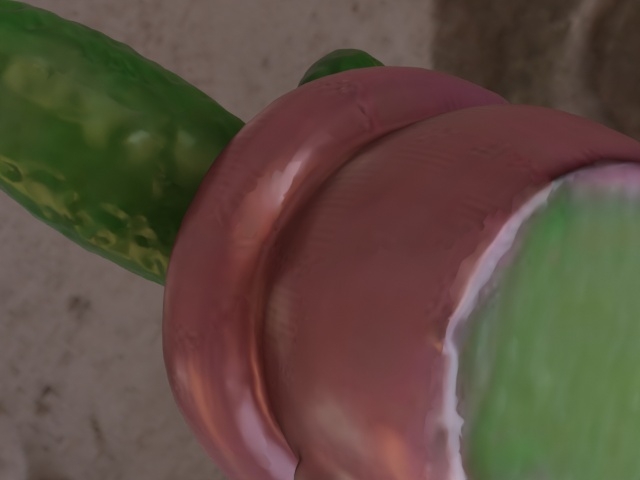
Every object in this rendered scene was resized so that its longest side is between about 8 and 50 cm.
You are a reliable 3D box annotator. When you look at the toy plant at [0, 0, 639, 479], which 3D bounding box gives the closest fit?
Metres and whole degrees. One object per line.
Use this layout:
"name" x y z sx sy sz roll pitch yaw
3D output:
"toy plant" 0.001 0.004 0.826 0.210 0.356 0.317 -51 124 -7
